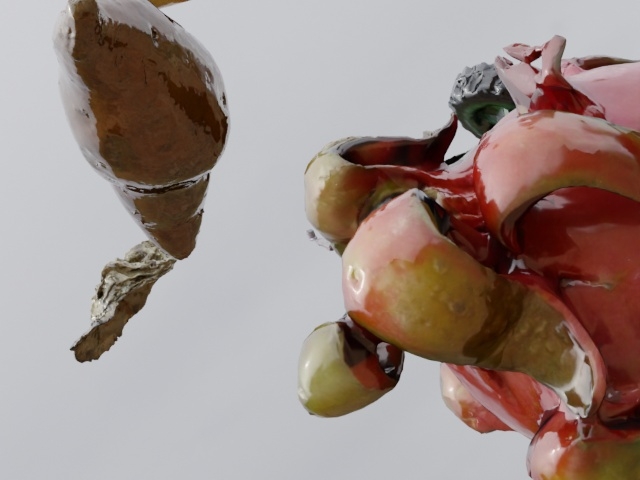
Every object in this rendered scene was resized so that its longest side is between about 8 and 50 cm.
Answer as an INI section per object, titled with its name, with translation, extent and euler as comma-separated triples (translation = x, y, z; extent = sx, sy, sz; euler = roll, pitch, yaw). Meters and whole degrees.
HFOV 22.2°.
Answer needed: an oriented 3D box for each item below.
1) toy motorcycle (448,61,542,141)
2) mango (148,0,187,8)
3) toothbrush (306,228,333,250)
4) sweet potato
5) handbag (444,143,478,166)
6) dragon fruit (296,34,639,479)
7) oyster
[toy motorcycle]
translation = 0.251, -0.055, 1.623
extent = 0.169, 0.237, 0.410
euler = -64, -16, -13
[mango]
translation = -0.146, -0.300, 1.606
extent = 0.141, 0.102, 0.217
euler = 8, -33, -44
[toothbrush]
translation = 0.000, 0.000, 1.210
extent = 0.006, 0.008, 0.097
euler = -26, 10, -7
[sweet potato]
translation = -0.113, -0.087, 1.094
extent = 0.112, 0.112, 0.359
euler = -42, -18, -6
[handbag]
translation = 0.199, -0.038, 1.182
extent = 0.235, 0.127, 0.213
euler = -20, -20, 2
[dragon fruit]
translation = 0.137, 0.005, 0.714
extent = 0.243, 0.228, 0.307
euler = -24, -20, 19
[oyster]
translation = -0.214, 0.058, 1.774
extent = 0.177, 0.056, 0.105
euler = -51, -16, -18
